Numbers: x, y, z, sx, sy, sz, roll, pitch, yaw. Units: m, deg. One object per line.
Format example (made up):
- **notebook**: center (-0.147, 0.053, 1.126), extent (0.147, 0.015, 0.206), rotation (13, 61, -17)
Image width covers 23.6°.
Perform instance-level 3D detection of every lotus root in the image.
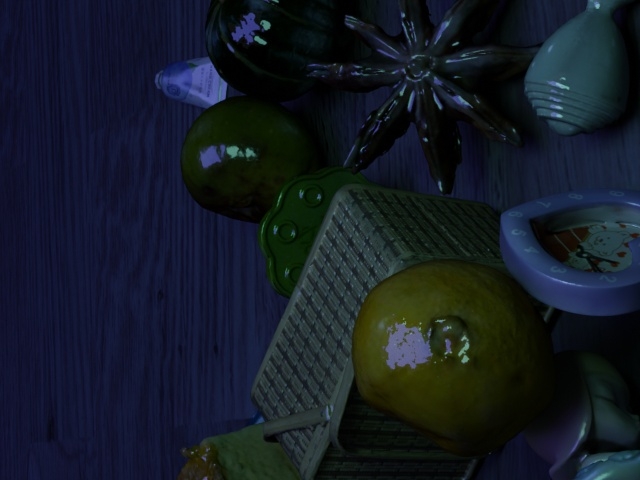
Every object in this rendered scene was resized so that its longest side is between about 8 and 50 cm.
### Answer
- **lotus root**: center (0.000, 0.000, 1.868), extent (0.186, 0.186, 0.186), rotation (-8, 80, 54)

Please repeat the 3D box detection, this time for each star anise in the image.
- **star anise**: center (0.115, -0.187, 1.690), extent (0.288, 0.088, 0.288), rotation (-2, 80, 14)

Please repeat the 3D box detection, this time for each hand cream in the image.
- **hand cream**: center (-0.187, -0.233, 2.238), extent (0.142, 0.053, 0.084), rotation (8, 92, 44)

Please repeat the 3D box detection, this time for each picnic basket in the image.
- **picnic basket**: center (0.091, 0.122, 1.653), extent (0.175, 0.228, 0.313), rotation (52, 127, 47)

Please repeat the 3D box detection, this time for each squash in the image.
- **squash**: center (-0.054, -0.276, 1.931), extent (0.218, 0.172, 0.218), rotation (-37, 29, 24)

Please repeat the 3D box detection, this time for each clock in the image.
- **clock**: center (0.251, 0.015, 1.460), extent (0.172, 0.198, 0.064), rotation (12, 121, 25)

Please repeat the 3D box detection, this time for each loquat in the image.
- **loquat**: center (0.123, 0.108, 1.426), extent (0.176, 0.234, 0.187), rotation (-44, 71, -3)

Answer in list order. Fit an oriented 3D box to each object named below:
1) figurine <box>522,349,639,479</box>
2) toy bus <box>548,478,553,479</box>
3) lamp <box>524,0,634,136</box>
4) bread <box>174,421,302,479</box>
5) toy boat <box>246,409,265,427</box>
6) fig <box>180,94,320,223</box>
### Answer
- **figurine**: center (0.259, 0.252, 1.417), extent (0.274, 0.226, 0.394), rotation (-30, 45, 11)
- **toy bus**: center (0.106, 0.308, 1.543), extent (0.139, 0.302, 0.113), rotation (119, 146, -71)
- **lamp**: center (0.274, -0.198, 1.547), extent (0.106, 0.106, 0.193), rotation (22, 94, 53)
- **bread**: center (-0.042, 0.385, 1.785), extent (0.279, 0.207, 0.279), rotation (54, 137, 30)
- **toy boat**: center (-0.019, 0.220, 1.914), extent (0.299, 0.096, 0.061), rotation (-48, 59, 43)
- **fig**: center (-0.089, -0.108, 1.984), extent (0.181, 0.181, 0.191), rotation (-53, 25, 37)
